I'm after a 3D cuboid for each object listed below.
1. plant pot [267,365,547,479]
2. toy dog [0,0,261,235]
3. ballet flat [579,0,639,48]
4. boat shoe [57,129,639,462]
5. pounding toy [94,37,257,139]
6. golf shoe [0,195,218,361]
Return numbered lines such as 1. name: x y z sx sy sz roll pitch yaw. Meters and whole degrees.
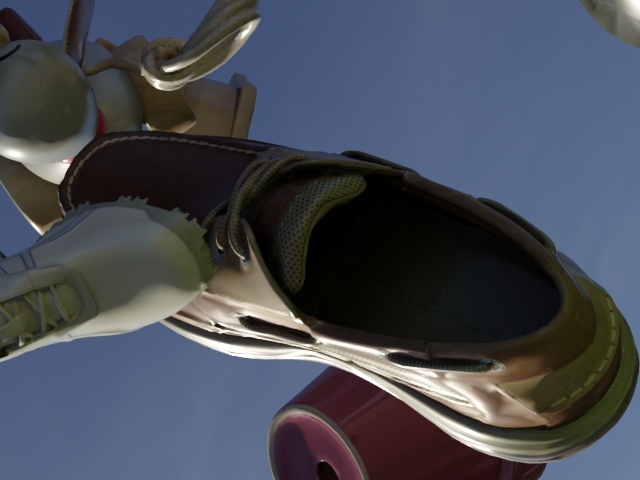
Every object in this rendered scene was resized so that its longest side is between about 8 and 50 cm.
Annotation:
1. plant pot: 0.063 0.164 1.251 0.180 0.201 0.201 -22 -52 -37
2. toy dog: -0.191 -0.118 1.018 0.220 0.161 0.333 -37 -1 -22
3. ballet flat: 0.077 -0.107 0.343 0.049 0.057 0.173 -52 -25 -13
4. boat shoe: 0.000 0.000 0.726 0.123 0.324 0.116 -64 -27 -19
5. pounding toy: -0.156 -0.099 1.402 0.269 0.155 0.154 -125 49 -77
6. golf shoe: -0.133 0.033 0.686 0.086 0.176 0.069 -64 -44 -56
